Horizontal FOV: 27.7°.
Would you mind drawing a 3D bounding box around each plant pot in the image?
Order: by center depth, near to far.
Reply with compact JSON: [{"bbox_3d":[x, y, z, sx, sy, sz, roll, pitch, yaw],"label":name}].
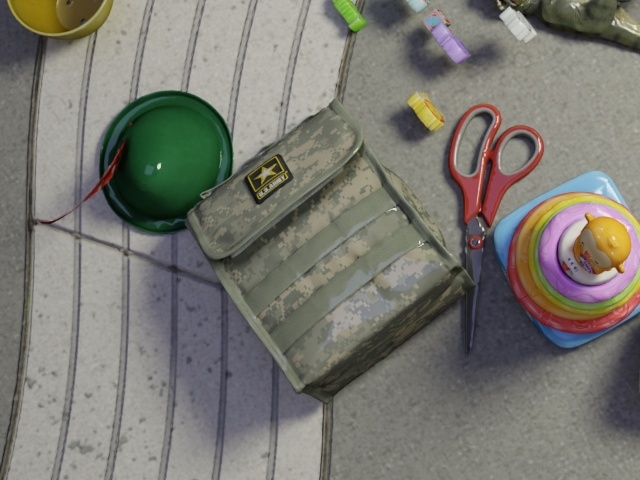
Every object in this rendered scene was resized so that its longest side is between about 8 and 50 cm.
[{"bbox_3d":[-0.312,-0.306,1.623,0.134,0.095,0.134,-1,81,9],"label":"plant pot"}]

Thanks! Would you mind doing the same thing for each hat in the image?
[{"bbox_3d":[-0.206,-0.099,1.528,0.172,0.183,0.209,6,82,9],"label":"hat"}]

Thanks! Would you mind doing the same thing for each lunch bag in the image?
[{"bbox_3d":[0.000,0.000,1.494,0.235,0.169,0.287,-38,70,4],"label":"lunch bag"}]

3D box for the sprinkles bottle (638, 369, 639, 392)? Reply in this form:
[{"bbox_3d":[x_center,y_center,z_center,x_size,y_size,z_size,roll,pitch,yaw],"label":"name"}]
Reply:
[{"bbox_3d":[0.533,0.150,1.408,0.355,0.121,0.121,12,83,10],"label":"sprinkles bottle"}]

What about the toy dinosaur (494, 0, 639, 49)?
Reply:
[{"bbox_3d":[0.335,-0.287,1.542,0.268,0.064,0.118,23,100,12],"label":"toy dinosaur"}]

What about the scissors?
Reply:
[{"bbox_3d":[0.177,-0.016,1.544,0.109,0.021,0.297,19,85,9],"label":"scissors"}]

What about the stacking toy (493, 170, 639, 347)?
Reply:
[{"bbox_3d":[0.285,0.015,1.374,0.165,0.302,0.175,-30,84,2],"label":"stacking toy"}]

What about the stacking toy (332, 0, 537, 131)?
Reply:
[{"bbox_3d":[0.130,-0.266,1.548,0.167,0.052,0.221,-41,76,20],"label":"stacking toy"}]
